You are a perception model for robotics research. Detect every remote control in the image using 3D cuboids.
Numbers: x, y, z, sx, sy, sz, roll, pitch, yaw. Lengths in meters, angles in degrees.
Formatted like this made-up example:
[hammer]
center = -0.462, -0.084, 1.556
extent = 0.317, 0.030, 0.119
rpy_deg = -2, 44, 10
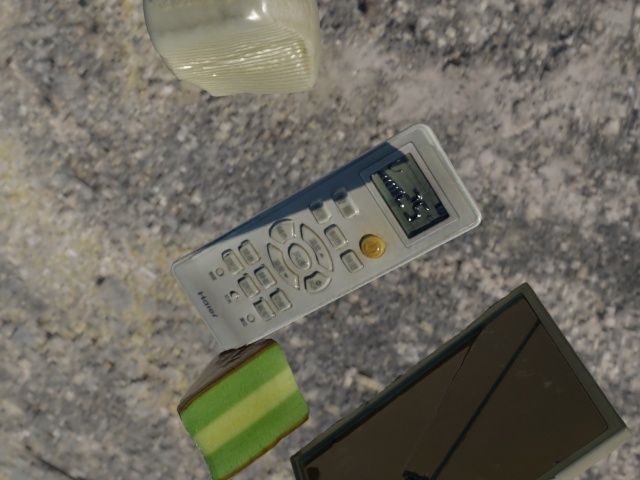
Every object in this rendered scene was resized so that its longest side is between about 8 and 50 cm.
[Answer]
[remote control]
center = 0.000, 0.000, 1.094
extent = 0.313, 0.055, 0.109
rpy_deg = -29, 98, 24

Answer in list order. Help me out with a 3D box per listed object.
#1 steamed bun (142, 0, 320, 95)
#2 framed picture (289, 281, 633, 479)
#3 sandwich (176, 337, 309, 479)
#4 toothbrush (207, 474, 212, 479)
[steamed bun]
center = -0.130, -0.376, 1.768
extent = 0.247, 0.236, 0.383
rpy_deg = -7, 170, 12
[framed picture]
center = 0.091, 0.156, 0.851
extent = 0.250, 0.184, 0.016
rpy_deg = -38, 123, 9
[sandwich]
center = -0.077, 0.134, 0.854
extent = 0.074, 0.116, 0.074
rpy_deg = -18, 99, 43
[toothbrush]
center = -0.114, 0.246, 0.851
extent = 0.030, 0.304, 0.030
rpy_deg = 14, 134, 15
